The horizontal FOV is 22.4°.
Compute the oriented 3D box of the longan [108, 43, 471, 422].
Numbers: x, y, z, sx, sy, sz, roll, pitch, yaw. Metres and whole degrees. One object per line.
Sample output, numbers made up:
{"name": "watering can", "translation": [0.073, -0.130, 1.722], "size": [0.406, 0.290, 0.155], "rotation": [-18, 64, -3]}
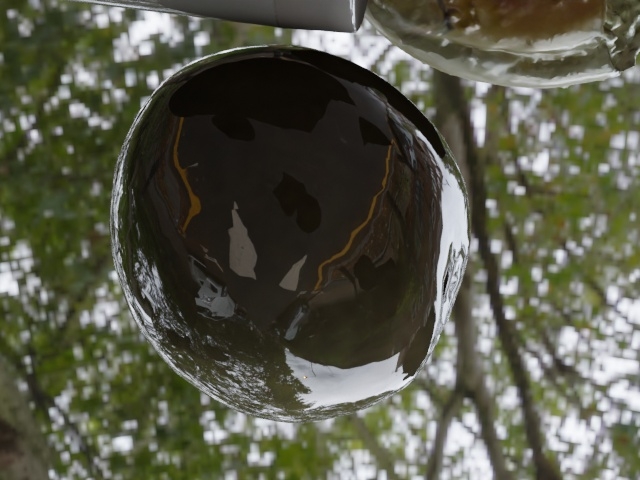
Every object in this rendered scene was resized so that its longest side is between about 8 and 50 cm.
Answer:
{"name": "longan", "translation": [-0.012, -0.008, 0.985], "size": [0.246, 0.215, 0.246], "rotation": [14, -116, -30]}

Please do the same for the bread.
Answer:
{"name": "bread", "translation": [0.106, -0.237, 1.223], "size": [0.192, 0.314, 0.171], "rotation": [-32, -169, 14]}

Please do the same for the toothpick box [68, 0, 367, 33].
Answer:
{"name": "toothpick box", "translation": [-0.059, -0.180, 0.922], "size": [0.181, 0.111, 0.111], "rotation": [7, -140, 6]}
